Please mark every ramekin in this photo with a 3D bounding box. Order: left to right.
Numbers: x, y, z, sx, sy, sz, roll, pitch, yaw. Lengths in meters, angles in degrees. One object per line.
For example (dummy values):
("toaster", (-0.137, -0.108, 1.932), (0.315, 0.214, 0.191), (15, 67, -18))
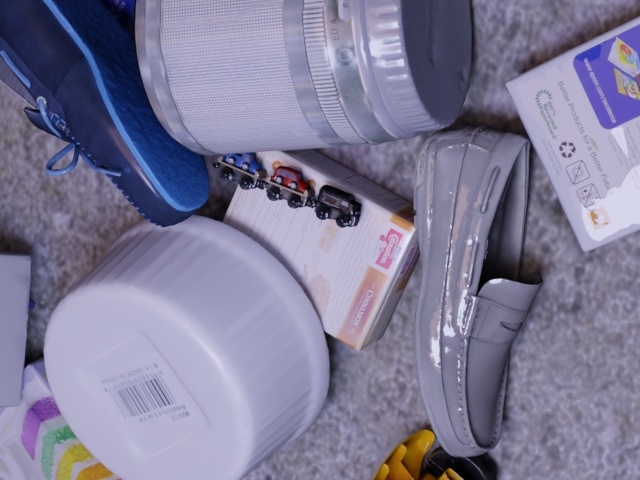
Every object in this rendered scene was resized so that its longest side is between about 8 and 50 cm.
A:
("ramekin", (-0.142, 0.124, 1.704), (0.277, 0.135, 0.277), (16, 123, 25))

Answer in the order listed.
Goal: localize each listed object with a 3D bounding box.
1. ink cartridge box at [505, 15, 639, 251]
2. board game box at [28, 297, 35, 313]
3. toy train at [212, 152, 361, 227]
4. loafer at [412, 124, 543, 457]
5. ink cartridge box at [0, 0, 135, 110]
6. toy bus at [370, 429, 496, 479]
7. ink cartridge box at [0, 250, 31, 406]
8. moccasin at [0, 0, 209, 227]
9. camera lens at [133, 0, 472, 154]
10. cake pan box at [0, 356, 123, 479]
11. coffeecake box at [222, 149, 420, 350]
("ink cartridge box", (0.364, -0.141, 1.520), (0.371, 0.069, 0.175), (-25, 89, 28))
("board game box", (-0.373, 0.074, 1.901), (0.090, 0.020, 0.090), (44, 113, 11))
("toy train", (-0.032, -0.053, 1.651), (0.158, 0.027, 0.036), (22, 101, 18))
("loafer", (0.153, 0.051, 1.621), (0.111, 0.112, 0.319), (3, 100, 31))
("ink cartridge box", (-0.260, -0.293, 1.759), (0.307, 0.072, 0.303), (39, 112, 14))
("toy bus", (0.115, 0.333, 1.683), (0.220, 0.149, 0.211), (38, 125, 10))
("ink cartridge box", (-0.445, 0.084, 1.783), (0.171, 0.233, 0.168), (5, 89, 36))
("moccasin", (-0.235, -0.150, 1.698), (0.117, 0.138, 0.342), (-39, 77, 27))
("camera lens", (-0.019, -0.194, 1.588), (0.274, 0.219, 0.219), (-2, 99, 24))
("cake pan box", (-0.307, 0.297, 1.891), (0.267, 0.070, 0.245), (-43, 80, 24))
("coffeecake box", (0.000, 0.000, 1.700), (0.185, 0.068, 0.142), (30, 109, 16))
